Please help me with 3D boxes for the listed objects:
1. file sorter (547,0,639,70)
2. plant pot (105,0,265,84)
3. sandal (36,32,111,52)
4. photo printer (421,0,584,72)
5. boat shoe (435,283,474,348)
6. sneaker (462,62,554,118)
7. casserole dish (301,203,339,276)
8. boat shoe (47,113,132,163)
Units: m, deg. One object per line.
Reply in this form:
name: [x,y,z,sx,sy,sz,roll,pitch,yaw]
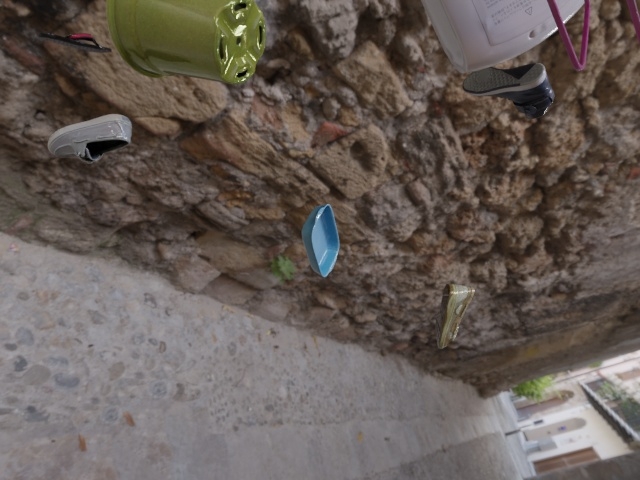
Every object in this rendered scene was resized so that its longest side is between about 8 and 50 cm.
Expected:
file sorter: [0.411,-0.350,0.426,0.182,0.291,0.202,38,60,-33]
plant pot: [-0.275,-0.478,0.904,0.254,0.276,0.276,24,8,17]
sandal: [-0.663,-0.547,1.089,0.179,0.067,0.040,-4,104,-43]
photo printer: [0.296,-0.472,0.690,0.307,0.256,0.107,58,9,-14]
boat shoe: [0.248,0.146,0.751,0.056,0.048,0.153,-80,172,-59]
sneaker: [0.518,-0.400,1.100,0.163,0.086,0.226,24,-1,-42]
casserole dish: [0.000,0.000,0.918,0.114,0.037,0.188,-62,150,-34]
boat shoe: [-0.563,-0.235,0.973,0.079,0.228,0.081,36,40,-71]
